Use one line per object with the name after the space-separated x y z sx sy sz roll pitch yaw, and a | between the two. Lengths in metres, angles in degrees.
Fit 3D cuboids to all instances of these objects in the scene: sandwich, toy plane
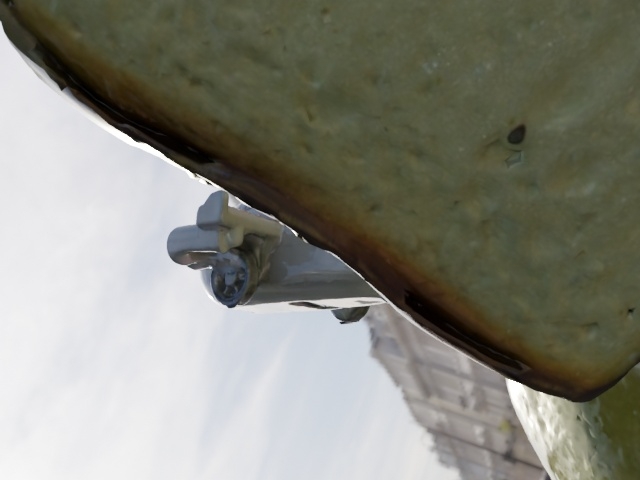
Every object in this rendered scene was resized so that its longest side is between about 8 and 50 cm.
0.062 -0.108 0.378 0.271 0.301 0.099 -53 13 21 | sandwich
0.000 0.004 0.854 0.252 0.252 0.118 47 -139 -72 | toy plane

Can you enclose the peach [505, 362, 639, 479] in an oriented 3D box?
0.262 0.072 0.639 0.281 0.315 0.314 -47 -7 18 | peach
